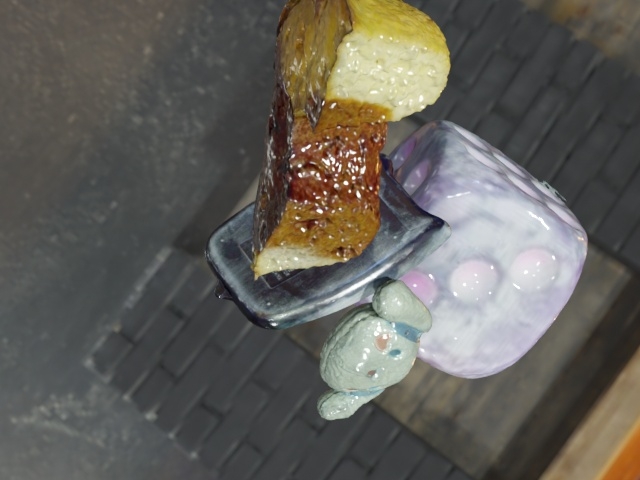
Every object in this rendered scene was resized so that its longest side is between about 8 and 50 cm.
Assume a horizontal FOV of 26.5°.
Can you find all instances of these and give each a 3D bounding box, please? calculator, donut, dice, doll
[{"bbox_3d":[0.000,0.000,1.503,0.268,0.177,0.040,-30,146,-16],"label":"calculator"},{"bbox_3d":[0.016,-0.107,1.108,0.112,0.151,0.295,7,137,-17],"label":"donut"},{"bbox_3d":[0.194,0.011,1.922,0.271,0.270,0.270,-53,-164,14],"label":"dice"},{"bbox_3d":[0.056,0.122,1.513,0.103,0.072,0.214,6,131,-27],"label":"doll"}]
